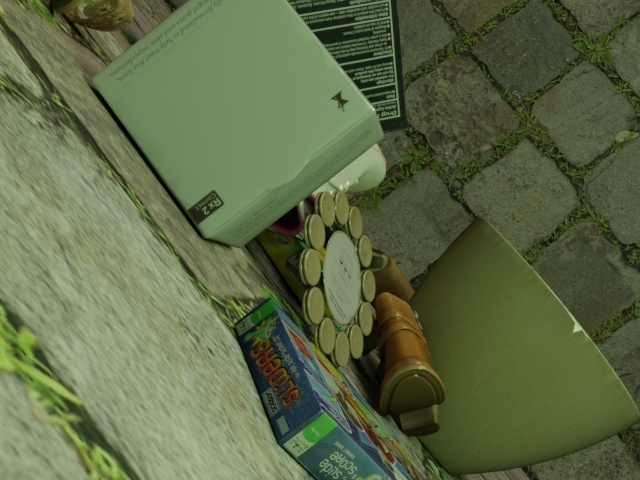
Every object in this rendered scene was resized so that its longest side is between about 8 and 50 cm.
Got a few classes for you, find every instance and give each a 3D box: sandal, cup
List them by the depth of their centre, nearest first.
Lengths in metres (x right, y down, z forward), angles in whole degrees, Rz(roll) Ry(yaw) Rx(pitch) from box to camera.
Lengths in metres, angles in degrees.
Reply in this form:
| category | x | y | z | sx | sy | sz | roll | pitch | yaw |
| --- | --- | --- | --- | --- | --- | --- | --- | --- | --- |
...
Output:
| category | x | y | z | sx | sy | sz | roll | pitch | yaw |
| --- | --- | --- | --- | --- | --- | --- | --- | --- | --- |
| sandal | -0.226 | -0.257 | 0.992 | 0.079 | 0.088 | 0.240 | 43 | 3 | -31 |
| cup | 0.216 | 0.169 | 1.251 | 0.331 | 0.237 | 0.331 | 52 | 3 | -4 |

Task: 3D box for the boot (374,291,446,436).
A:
| category | x | y | z | sx | sy | sz | roll | pitch | yaw |
| --- | --- | --- | --- | --- | --- | --- | --- | --- | --- |
| boot | 0.090 | 0.125 | 1.078 | 0.197 | 0.073 | 0.152 | 76 | 4 | -62 |

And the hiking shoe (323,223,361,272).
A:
| category | x | y | z | sx | sy | sz | roll | pitch | yaw |
| --- | --- | --- | --- | --- | --- | --- | --- | --- | --- |
| hiking shoe | 0.000 | 0.000 | 1.579 | 0.114 | 0.086 | 0.226 | 71 | -7 | -54 |

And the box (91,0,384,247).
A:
| category | x | y | z | sx | sy | sz | roll | pitch | yaw |
| --- | --- | --- | --- | --- | --- | --- | --- | --- | --- |
| box | -0.069 | -0.117 | 0.857 | 0.182 | 0.181 | 0.119 | 53 | 3 | 9 |

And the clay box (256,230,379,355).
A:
| category | x | y | z | sx | sy | sz | roll | pitch | yaw |
| --- | --- | --- | --- | --- | --- | --- | --- | --- | --- |
| clay box | 0.000 | 0.048 | 1.149 | 0.127 | 0.053 | 0.222 | 53 | 5 | 33 |

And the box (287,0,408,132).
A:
| category | x | y | z | sx | sy | sz | roll | pitch | yaw |
| --- | --- | --- | --- | --- | --- | --- | --- | --- | --- |
| box | -0.038 | -0.308 | 1.488 | 0.182 | 0.297 | 0.293 | -123 | -156 | -64 |

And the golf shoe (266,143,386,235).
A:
| category | x | y | z | sx | sy | sz | roll | pitch | yaw |
| --- | --- | --- | --- | --- | --- | --- | --- | --- | --- |
| golf shoe | -0.026 | -0.061 | 1.051 | 0.306 | 0.115 | 0.140 | 1 | 58 | -48 |

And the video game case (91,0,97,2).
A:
| category | x | y | z | sx | sy | sz | roll | pitch | yaw |
| --- | --- | --- | --- | --- | --- | --- | --- | --- | --- |
| video game case | -0.341 | -0.373 | 1.280 | 0.122 | 0.011 | 0.087 | 53 | 4 | 10 |

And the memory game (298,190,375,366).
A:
| category | x | y | z | sx | sy | sz | roll | pitch | yaw |
| --- | --- | --- | --- | --- | --- | --- | --- | --- | --- |
| memory game | 0.019 | 0.039 | 0.994 | 0.186 | 0.012 | 0.186 | -4 | 90 | -66 |

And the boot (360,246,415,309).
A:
| category | x | y | z | sx | sy | sz | roll | pitch | yaw |
| --- | --- | --- | --- | --- | --- | --- | --- | --- | --- |
| boot | 0.168 | 0.119 | 1.670 | 0.269 | 0.236 | 0.089 | 53 | 43 | -37 |

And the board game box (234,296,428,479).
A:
| category | x | y | z | sx | sy | sz | roll | pitch | yaw |
| --- | --- | --- | --- | --- | --- | --- | --- | --- | --- |
| board game box | 0.025 | 0.143 | 0.664 | 0.201 | 0.035 | 0.136 | 50 | 4 | -31 |
